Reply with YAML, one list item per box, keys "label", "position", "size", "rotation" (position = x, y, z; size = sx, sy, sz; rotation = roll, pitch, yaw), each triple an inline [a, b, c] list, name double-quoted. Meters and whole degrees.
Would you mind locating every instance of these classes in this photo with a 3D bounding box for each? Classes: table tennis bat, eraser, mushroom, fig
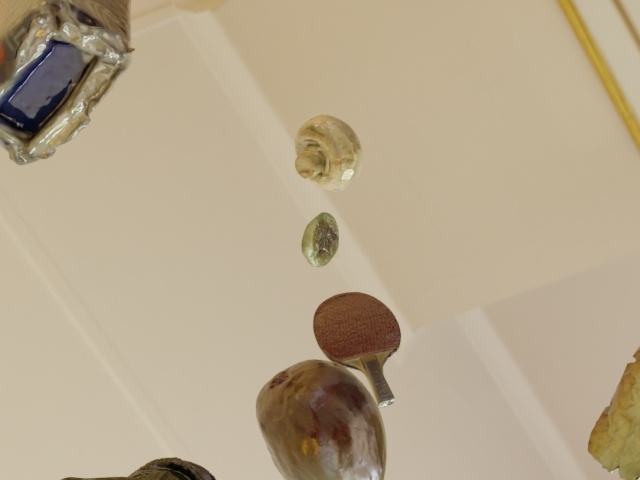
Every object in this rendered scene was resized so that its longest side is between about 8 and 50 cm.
- label: "table tennis bat"
  position: [0.064, 0.159, 1.298]
  size: [0.130, 0.019, 0.220]
  rotation: [-12, -135, -11]
- label: "eraser"
  position: [-0.258, -0.220, 0.836]
  size: [0.101, 0.155, 0.332]
  rotation: [37, -157, -35]
- label: "mushroom"
  position: [0.006, -0.090, 0.910]
  size: [0.067, 0.083, 0.083]
  rotation: [-30, -86, -36]
- label: "fig"
  position: [0.011, 0.176, 0.732]
  size: [0.154, 0.103, 0.109]
  rotation: [58, -171, -12]

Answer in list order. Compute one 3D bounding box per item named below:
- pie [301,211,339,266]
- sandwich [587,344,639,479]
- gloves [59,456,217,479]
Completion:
- label: "pie"
  position: [0.000, 0.000, 1.228]
  size: [0.085, 0.017, 0.085]
  rotation: [-18, -69, -56]
- label: "sandwich"
  position: [0.232, 0.130, 0.338]
  size: [0.288, 0.099, 0.254]
  rotation: [33, -169, 30]
- label: "gloves"
  position: [-0.120, 0.169, 0.397]
  size: [0.107, 0.135, 0.268]
  rotation: [43, -169, 1]
